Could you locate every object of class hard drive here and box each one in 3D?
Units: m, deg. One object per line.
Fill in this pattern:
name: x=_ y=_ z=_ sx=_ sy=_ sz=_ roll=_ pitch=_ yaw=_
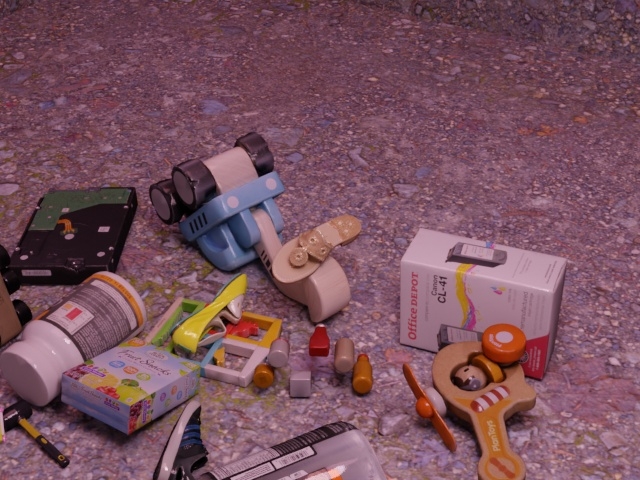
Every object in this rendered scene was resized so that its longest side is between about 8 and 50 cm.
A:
hard drive: x=-0.584 y=-0.015 z=2.351 sx=0.237 sy=0.064 sz=0.339 roll=-1 pitch=36 yaw=2

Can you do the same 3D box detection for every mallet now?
mallet: x=-0.537 y=0.368 z=1.829 sx=0.062 sy=0.039 sz=0.190 roll=-25 pitch=45 yaw=-31

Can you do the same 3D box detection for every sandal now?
sandal: x=-0.005 y=-0.004 z=2.023 sx=0.240 sy=0.079 sz=0.088 roll=-32 pitch=66 yaw=-33

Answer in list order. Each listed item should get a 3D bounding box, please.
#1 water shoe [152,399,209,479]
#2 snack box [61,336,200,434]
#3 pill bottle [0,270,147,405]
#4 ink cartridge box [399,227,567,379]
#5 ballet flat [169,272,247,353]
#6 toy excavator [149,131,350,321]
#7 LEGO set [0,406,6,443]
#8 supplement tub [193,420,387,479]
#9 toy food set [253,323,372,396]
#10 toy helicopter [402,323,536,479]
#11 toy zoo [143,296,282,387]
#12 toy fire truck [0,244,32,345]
water shoe: x=-0.241 y=0.380 z=1.784 sx=0.080 sy=0.073 sz=0.203 roll=27 pitch=36 yaw=-5
snack box: x=-0.361 y=0.273 z=1.882 sx=0.174 sy=0.070 sz=0.207 roll=19 pitch=23 yaw=26
pill bottle: x=-0.492 y=0.195 z=1.962 sx=0.162 sy=0.162 sz=0.278 roll=19 pitch=40 yaw=27
ink cartridge box: x=0.320 y=0.125 z=1.966 sx=0.306 sy=0.226 sz=0.131 roll=11 pitch=36 yaw=20
ballet flat: x=-0.212 y=0.157 z=2.037 sx=0.077 sy=0.077 sz=0.231 roll=38 pitch=50 yaw=15
toy excavator: x=-0.140 y=-0.010 z=2.213 sx=0.222 sy=0.445 sz=0.433 roll=-29 pitch=2 yaw=-31
LEGO set: x=-0.642 y=0.321 z=1.760 sx=0.132 sy=0.107 sz=0.287 roll=-17 pitch=59 yaw=-43
supplement tub: x=-0.071 y=0.436 z=1.557 sx=0.338 sy=0.207 sz=0.207 roll=-18 pitch=38 yaw=-21
toy food set: x=-0.014 y=0.233 z=1.934 sx=0.232 sy=0.111 sz=0.104 roll=-1 pitch=23 yaw=3
toy helicopter: x=0.281 y=0.314 z=1.781 sx=0.235 sy=0.140 sz=0.355 roll=-5 pitch=38 yaw=-1
toy zoo: x=-0.208 y=0.211 z=2.037 sx=0.293 sy=0.030 sz=0.192 roll=11 pitch=37 yaw=18
toy fire truck: x=-0.765 y=0.112 z=2.060 sx=0.246 sy=0.217 sz=0.158 roll=10 pitch=36 yaw=35
